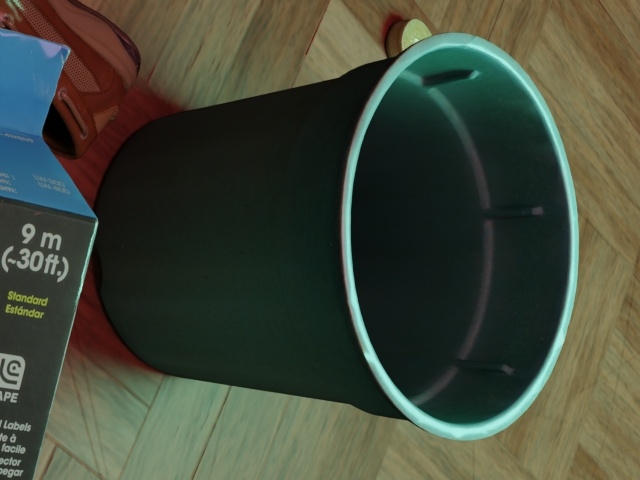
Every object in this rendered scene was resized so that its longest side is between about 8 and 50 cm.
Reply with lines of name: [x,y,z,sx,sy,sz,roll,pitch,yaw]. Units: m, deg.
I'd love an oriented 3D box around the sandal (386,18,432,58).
sandal: [0.165,-0.155,2.036,0.240,0.079,0.088,49,54,-37]

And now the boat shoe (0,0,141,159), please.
boat shoe: [-0.273,-0.172,1.485,0.324,0.122,0.120,36,65,-42]

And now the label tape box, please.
label tape box: [-0.290,0.013,1.237,0.249,0.115,0.348,14,93,-41]

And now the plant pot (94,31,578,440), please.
plant pot: [0.000,0.000,1.636,0.341,0.334,0.341,2,87,-49]

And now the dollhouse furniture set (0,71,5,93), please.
dollhouse furniture set: [-0.374,-0.094,1.337,0.262,0.135,0.259,-12,99,-25]
